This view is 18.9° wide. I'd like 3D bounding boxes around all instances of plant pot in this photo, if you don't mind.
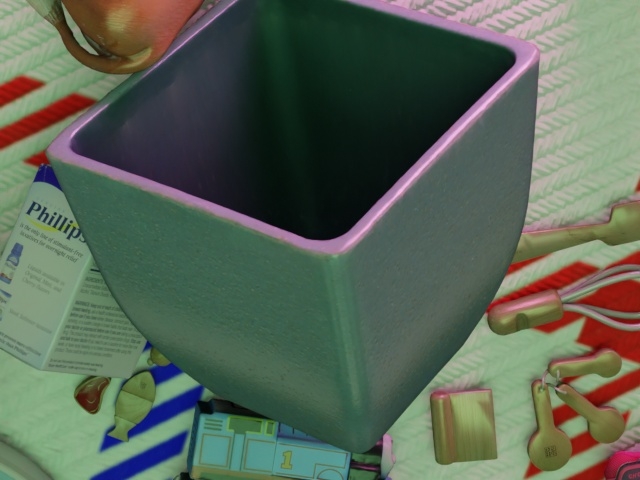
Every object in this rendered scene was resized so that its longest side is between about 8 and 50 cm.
[{"bbox_3d":[0.000,0.000,1.353,0.248,0.247,0.252,-45,140,-35],"label":"plant pot"}]

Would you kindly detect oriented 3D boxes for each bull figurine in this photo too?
[{"bbox_3d":[-0.098,-0.255,1.352,0.188,0.101,0.310,30,67,16],"label":"bull figurine"}]

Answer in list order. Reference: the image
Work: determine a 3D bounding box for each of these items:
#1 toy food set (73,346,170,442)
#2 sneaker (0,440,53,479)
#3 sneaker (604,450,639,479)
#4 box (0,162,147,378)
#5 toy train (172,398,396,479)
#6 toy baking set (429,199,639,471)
[{"bbox_3d":[-0.152,0.089,1.501,0.078,0.019,0.122,31,100,-10],"label":"toy food set"},{"bbox_3d":[-0.213,0.322,1.481,0.135,0.150,0.366,-26,103,1],"label":"sneaker"},{"bbox_3d":[0.360,0.134,1.509,0.299,0.121,0.112,-38,72,-4],"label":"sneaker"},{"bbox_3d":[-0.172,0.025,1.419,0.072,0.126,0.137,26,94,25],"label":"box"},{"bbox_3d":[-0.023,0.184,1.504,0.184,0.080,0.105,8,96,-6],"label":"toy train"},{"bbox_3d":[0.169,0.067,1.520,0.197,0.030,0.256,17,101,-11],"label":"toy baking set"}]
